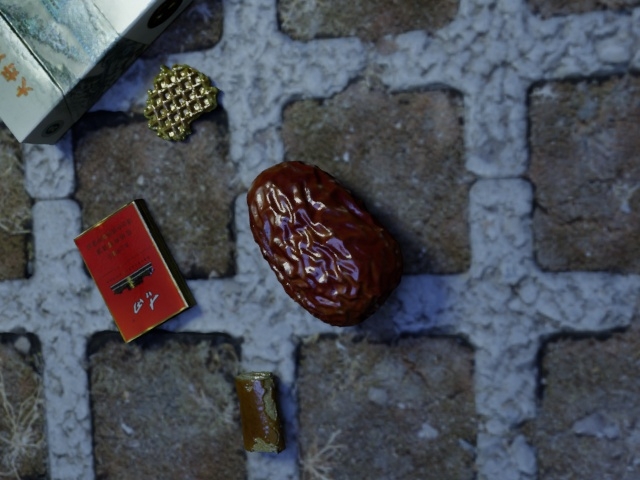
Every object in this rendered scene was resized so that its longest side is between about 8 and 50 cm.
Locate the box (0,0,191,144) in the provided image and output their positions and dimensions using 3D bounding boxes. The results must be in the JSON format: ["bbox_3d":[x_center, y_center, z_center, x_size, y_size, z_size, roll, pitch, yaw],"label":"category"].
[{"bbox_3d":[-0.268,-0.247,0.989,0.256,0.069,0.164,-42,82,15],"label":"box"}]

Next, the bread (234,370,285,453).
[{"bbox_3d":[-0.063,0.180,0.975,0.046,0.036,0.083,-6,93,25],"label":"bread"}]

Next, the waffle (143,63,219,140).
[{"bbox_3d":[-0.152,-0.146,0.989,0.078,0.016,0.085,37,103,15],"label":"waffle"}]

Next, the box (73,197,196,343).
[{"bbox_3d":[-0.204,0.033,1.014,0.090,0.023,0.133,-29,85,19],"label":"box"}]

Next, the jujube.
[{"bbox_3d":[0.000,0.000,0.912,0.112,0.109,0.176,-35,72,-20],"label":"jujube"}]
